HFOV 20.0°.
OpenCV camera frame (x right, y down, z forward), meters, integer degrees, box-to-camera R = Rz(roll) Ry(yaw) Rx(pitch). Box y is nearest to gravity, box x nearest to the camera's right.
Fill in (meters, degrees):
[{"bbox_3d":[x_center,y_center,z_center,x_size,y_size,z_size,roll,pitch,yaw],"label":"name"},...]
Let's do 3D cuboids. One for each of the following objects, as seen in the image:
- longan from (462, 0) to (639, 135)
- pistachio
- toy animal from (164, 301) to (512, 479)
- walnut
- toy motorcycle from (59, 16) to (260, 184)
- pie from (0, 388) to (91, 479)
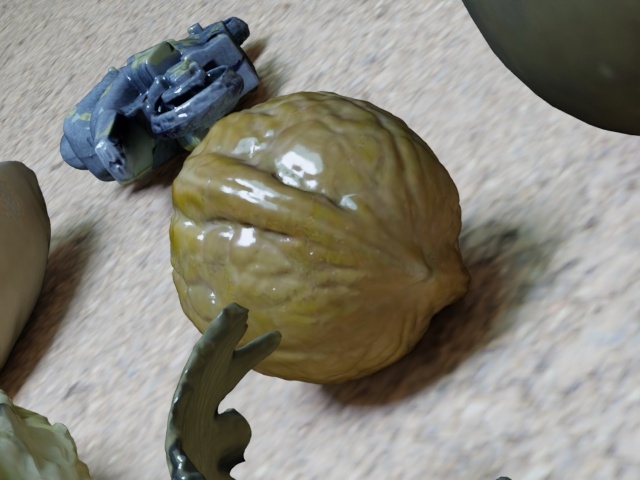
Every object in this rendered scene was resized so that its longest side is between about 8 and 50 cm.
[{"bbox_3d":[0.125,-0.122,0.564,0.189,0.189,0.189,-36,21,16],"label":"longan"},{"bbox_3d":[-0.211,0.024,0.932,0.223,0.126,0.152,-68,-3,-51],"label":"pistachio"},{"bbox_3d":[-0.021,0.122,0.450,0.186,0.094,0.214,-47,28,-1],"label":"toy animal"},{"bbox_3d":[0.000,0.000,0.630,0.105,0.105,0.124,-47,36,-13],"label":"walnut"},{"bbox_3d":[-0.092,-0.073,0.994,0.124,0.061,0.193,-32,15,9],"label":"toy motorcycle"},{"bbox_3d":[-0.216,0.180,0.679,0.339,0.083,0.339,-39,21,18],"label":"pie"}]
